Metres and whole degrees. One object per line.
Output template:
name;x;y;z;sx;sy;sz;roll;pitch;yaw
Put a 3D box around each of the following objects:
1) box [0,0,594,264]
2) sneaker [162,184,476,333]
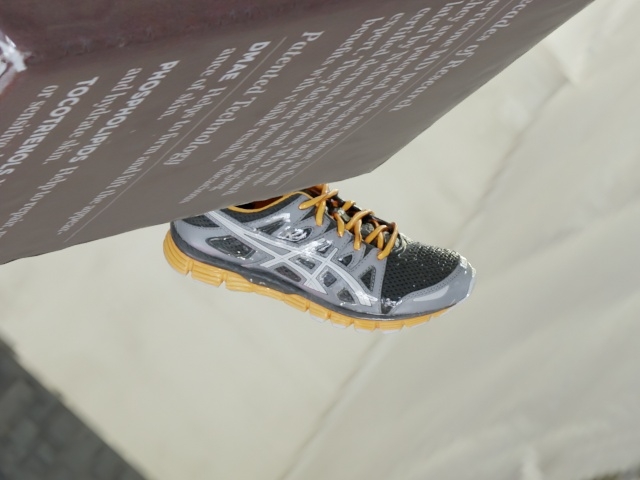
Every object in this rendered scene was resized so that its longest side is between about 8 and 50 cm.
box;-0.053;-0.103;0.531;0.203;0.168;0.167;-16;168;-34
sneaker;0.000;0.000;1.325;0.084;0.215;0.083;-70;170;-60
